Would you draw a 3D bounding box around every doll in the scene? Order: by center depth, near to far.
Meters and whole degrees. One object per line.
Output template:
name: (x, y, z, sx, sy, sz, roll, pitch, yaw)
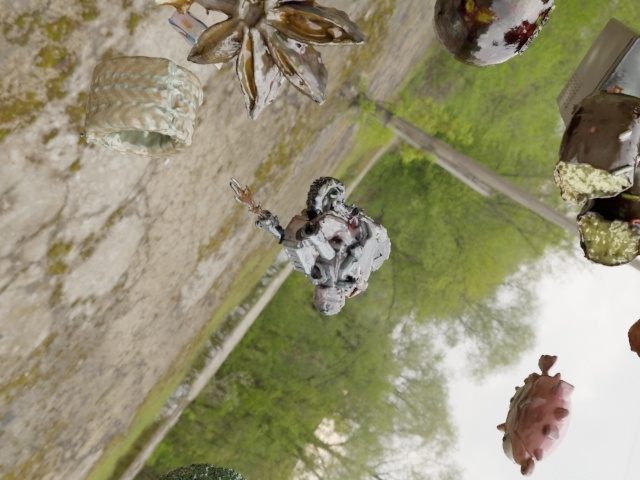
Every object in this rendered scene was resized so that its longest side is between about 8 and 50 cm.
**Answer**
doll: (0.423, 0.336, 1.099, 0.262, 0.093, 0.211, -62, 180, -30)

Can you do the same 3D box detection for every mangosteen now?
mangosteen: (0.292, -0.466, 1.033, 0.231, 0.289, 0.231, -38, -179, 1)

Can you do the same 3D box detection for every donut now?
donut: (0.551, -0.130, 1.047, 0.259, 0.136, 0.345, -57, 136, -23)

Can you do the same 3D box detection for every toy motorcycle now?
toy motorcycle: (0.000, 0.000, 0.982, 0.401, 0.134, 0.207, 45, 68, -50)

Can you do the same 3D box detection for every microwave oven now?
microwave oven: (0.817, -0.295, 1.309, 0.236, 0.432, 0.374, -62, 179, 33)

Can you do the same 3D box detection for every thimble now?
thimble: (-0.335, -0.245, 1.076, 0.196, 0.229, 0.148, 17, 76, -60)

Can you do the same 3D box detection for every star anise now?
star anise: (-0.077, -0.351, 0.849, 0.332, 0.331, 0.117, -60, 176, 32)

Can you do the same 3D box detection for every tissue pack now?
tissue pack: (-0.325, -0.544, 1.517, 0.065, 0.115, 0.155, -50, 164, 3)

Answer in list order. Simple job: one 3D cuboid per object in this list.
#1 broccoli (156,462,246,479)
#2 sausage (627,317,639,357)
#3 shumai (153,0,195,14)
broccoli: (-0.245, 0.559, 1.049, 0.308, 0.275, 0.308, -27, -165, 8)
sausage: (0.686, 0.089, 0.994, 0.348, 0.097, 0.094, -36, 137, -10)
shumai: (-0.197, -0.369, 0.746, 0.145, 0.116, 0.145, -45, -178, 2)
